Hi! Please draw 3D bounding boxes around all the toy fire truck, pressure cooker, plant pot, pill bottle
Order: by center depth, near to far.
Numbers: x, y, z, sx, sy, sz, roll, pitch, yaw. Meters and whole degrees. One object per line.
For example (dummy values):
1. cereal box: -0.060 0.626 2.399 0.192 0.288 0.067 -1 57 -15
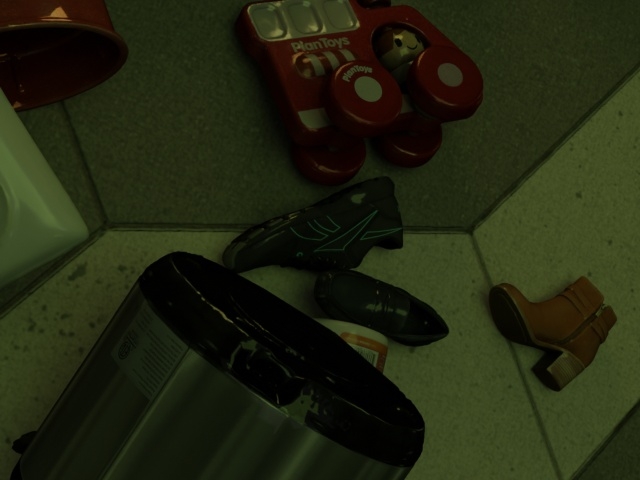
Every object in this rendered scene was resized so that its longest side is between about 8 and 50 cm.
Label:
1. pressure cooker: -0.139 0.266 1.331 0.375 0.370 0.420 33 94 -8
2. plant pot: -0.384 -0.312 1.399 0.272 0.272 0.265 -11 80 -25
3. pill bottle: 0.009 0.216 1.566 0.121 0.121 0.216 18 76 -21
4. toy fire truck: 0.061 -0.232 1.640 0.302 0.169 0.254 -14 70 -26

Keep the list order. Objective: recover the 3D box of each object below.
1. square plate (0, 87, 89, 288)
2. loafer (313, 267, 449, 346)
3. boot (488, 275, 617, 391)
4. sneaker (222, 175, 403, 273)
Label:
1. square plate: -0.471 -0.064 1.258 0.347 0.049 0.344 -29 97 10
2. loafer: 0.083 0.087 1.605 0.223 0.078 0.076 26 69 -41
3. boot: 0.336 0.100 1.757 0.152 0.073 0.197 -44 113 -21
4. sneaker: 0.000 0.000 1.603 0.267 0.101 0.106 -22 95 -25
